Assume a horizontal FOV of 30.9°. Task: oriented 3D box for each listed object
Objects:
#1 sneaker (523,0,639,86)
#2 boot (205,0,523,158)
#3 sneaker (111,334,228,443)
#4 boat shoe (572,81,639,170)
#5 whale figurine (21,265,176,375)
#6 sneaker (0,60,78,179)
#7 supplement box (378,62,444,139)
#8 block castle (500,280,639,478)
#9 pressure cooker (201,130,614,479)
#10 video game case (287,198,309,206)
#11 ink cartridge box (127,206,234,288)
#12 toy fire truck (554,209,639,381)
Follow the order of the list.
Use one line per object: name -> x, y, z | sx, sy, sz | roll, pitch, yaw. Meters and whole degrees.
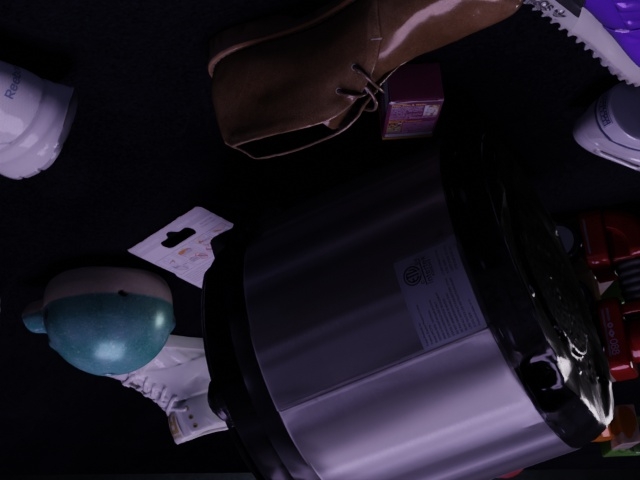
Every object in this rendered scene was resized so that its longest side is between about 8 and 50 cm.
sneaker -> 0.264, -0.213, 0.904 | 0.146, 0.102, 0.293 | -24, 153, 38
boot -> 0.042, -0.153, 0.996 | 0.305, 0.115, 0.112 | -17, 155, 26
sneaker -> -0.255, 0.246, 1.897 | 0.292, 0.169, 0.108 | 5, 159, -22
boat shoe -> 0.391, -0.109, 1.246 | 0.258, 0.095, 0.084 | 15, 157, -20
whale figurine -> -0.307, 0.132, 1.617 | 0.216, 0.141, 0.272 | 4, 158, -24
sneaker -> -0.360, -0.100, 1.088 | 0.297, 0.111, 0.129 | -25, 136, 33
supplement box -> 0.088, -0.137, 1.144 | 0.055, 0.043, 0.083 | -3, 160, -5
block castle -> 0.441, 0.179, 1.699 | 0.453, 0.303, 0.213 | -3, 160, -4
pressure cooker -> 0.066, 0.107, 1.283 | 0.420, 0.370, 0.375 | -25, 127, 19
video game case -> 0.000, 0.000, 1.439 | 0.166, 0.015, 0.119 | 0, 125, -13
ink cartridge box -> -0.110, 0.014, 1.515 | 0.224, 0.056, 0.181 | 30, 144, -27
toy fire truck -> 0.417, 0.056, 1.487 | 0.246, 0.217, 0.158 | -13, 157, 19
